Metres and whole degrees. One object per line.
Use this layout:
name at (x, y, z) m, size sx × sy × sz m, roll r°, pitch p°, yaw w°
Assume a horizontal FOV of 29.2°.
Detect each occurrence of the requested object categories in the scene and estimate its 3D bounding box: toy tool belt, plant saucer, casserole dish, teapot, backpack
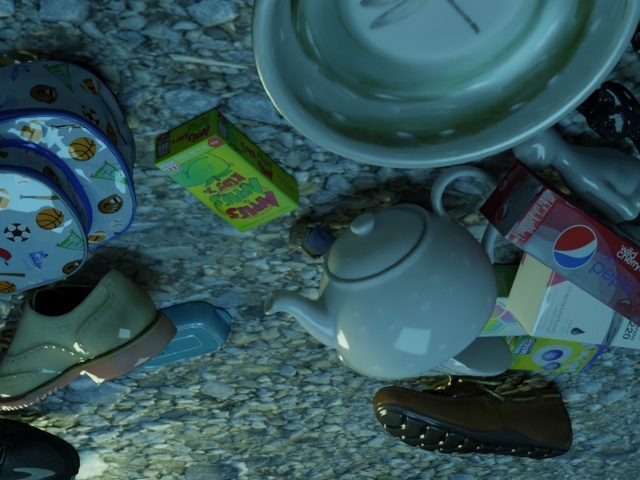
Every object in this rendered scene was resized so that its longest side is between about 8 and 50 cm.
toy tool belt at (0.000, 0.000, 1.649) m, size 0.083 × 0.052 × 0.051 m, roll 26°, pitch 143°, yaw -37°
plant saucer at (0.124, -0.248, 1.242) m, size 0.400 × 0.100 × 0.400 m, roll -6°, pitch 137°, yaw -6°
casserole dish at (-0.223, 0.147, 1.841) m, size 0.188 × 0.037 × 0.114 m, roll -15°, pitch 144°, yaw 15°
teapot at (0.099, 0.038, 1.588) m, size 0.252 × 0.256 × 0.187 m, roll -9°, pitch 125°, yaw 34°
backpack at (-0.340, -0.075, 1.375) m, size 0.263 × 0.213 × 0.276 m, roll -21°, pitch 141°, yaw 3°

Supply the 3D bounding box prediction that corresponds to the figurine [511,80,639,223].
figurine at (0.345, -0.113, 1.480) m, size 0.209 × 0.092 × 0.215 m, roll 26°, pitch 155°, yaw -27°

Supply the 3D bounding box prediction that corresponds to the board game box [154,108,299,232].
board game box at (-0.114, -0.083, 1.521) m, size 0.092 × 0.043 × 0.181 m, roll -23°, pitch 141°, yaw 23°

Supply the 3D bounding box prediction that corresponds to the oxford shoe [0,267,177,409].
oxford shoe at (-0.384, 0.135, 1.758) m, size 0.397 × 0.140 × 0.146 m, roll -21°, pitch 109°, yaw 31°

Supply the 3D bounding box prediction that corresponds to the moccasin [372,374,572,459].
moccasin at (0.254, 0.271, 2.013) m, size 0.380 × 0.147 × 0.139 m, roll 8°, pitch 158°, yaw -24°

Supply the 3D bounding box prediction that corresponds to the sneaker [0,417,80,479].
sneaker at (-0.580, 0.324, 1.891) m, size 0.482 × 0.185 × 0.202 m, roll 22°, pitch 157°, yaw -35°

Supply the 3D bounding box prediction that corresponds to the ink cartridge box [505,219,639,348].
ink cartridge box at (0.390, 0.059, 1.700) m, size 0.218 × 0.092 × 0.159 m, roll 7°, pitch 113°, yaw -20°

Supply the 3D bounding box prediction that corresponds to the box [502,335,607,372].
box at (0.355, 0.165, 1.942) m, size 0.179 × 0.043 × 0.105 m, roll 6°, pitch 143°, yaw -13°

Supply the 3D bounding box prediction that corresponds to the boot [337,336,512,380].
boot at (0.156, 0.170, 1.895) m, size 0.258 × 0.095 × 0.123 m, roll 16°, pitch 147°, yaw -14°

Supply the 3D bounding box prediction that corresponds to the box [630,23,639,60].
box at (0.477, -0.220, 1.408) m, size 0.184 × 0.045 × 0.190 m, roll -28°, pitch 139°, yaw 26°

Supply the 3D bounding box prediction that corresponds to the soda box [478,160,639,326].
soda box at (0.331, 0.007, 1.556) m, size 0.263 × 0.092 × 0.083 m, roll 31°, pitch 103°, yaw -26°

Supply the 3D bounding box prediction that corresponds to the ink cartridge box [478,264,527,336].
ink cartridge box at (0.240, 0.089, 1.799) m, size 0.209 × 0.062 × 0.109 m, roll 0°, pitch 145°, yaw -7°
